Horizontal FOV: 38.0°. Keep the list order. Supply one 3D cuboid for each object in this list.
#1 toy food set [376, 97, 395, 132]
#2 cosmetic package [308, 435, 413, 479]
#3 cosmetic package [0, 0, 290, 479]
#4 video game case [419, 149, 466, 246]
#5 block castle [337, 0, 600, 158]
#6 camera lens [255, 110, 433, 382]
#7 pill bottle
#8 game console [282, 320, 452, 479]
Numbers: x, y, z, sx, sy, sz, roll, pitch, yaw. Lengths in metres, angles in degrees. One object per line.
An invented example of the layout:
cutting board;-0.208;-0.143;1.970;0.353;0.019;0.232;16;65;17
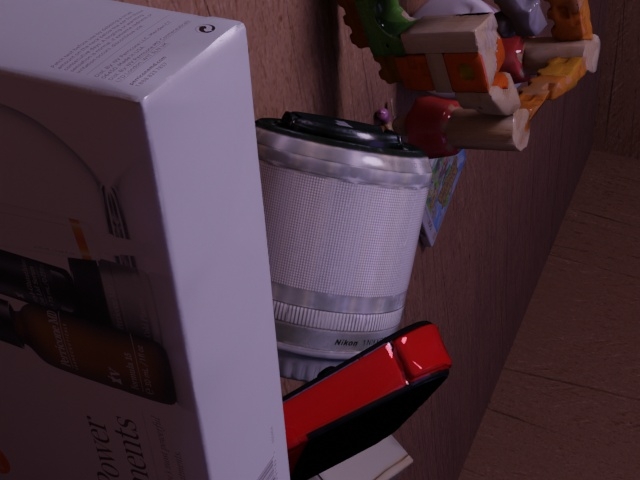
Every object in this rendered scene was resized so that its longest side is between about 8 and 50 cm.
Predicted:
toy food set;0.096;-0.162;1.429;0.122;0.019;0.078;-73;158;-45
cosmetic package;0.010;0.372;1.399;0.160;0.113;0.309;-48;164;16
cosmetic package;-0.174;0.030;0.588;0.097;0.284;0.377;-50;147;-43
video game case;0.227;-0.119;1.785;0.212;0.023;0.193;-67;157;-18
block castle;0.173;-0.351;1.186;0.303;0.212;0.453;-45;127;-35
camera lens;0.000;0.000;1.064;0.219;0.219;0.274;-14;118;-65
pill bottle;0.253;-0.310;1.542;0.283;0.160;0.160;-11;114;-66
game console;-0.045;0.217;0.962;0.342;0.060;0.386;-23;162;-15
